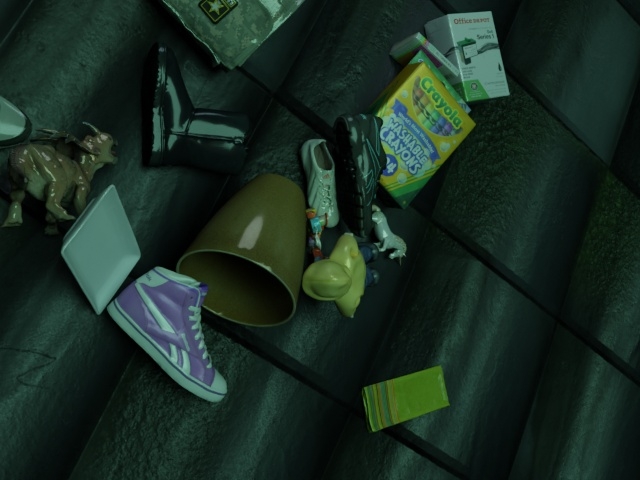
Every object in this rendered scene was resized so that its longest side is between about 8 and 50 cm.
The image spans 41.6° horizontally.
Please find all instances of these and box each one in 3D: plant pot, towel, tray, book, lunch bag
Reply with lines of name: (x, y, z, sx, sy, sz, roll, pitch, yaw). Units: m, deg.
plant pot: (-0.122, -0.002, 1.643, 0.237, 0.237, 0.254, 39, 52, -24)
towel: (0.196, 0.358, 1.914, 0.237, 0.021, 0.102, -9, 90, -34)
tray: (-0.383, 0.019, 1.460, 0.030, 0.270, 0.145, 25, 65, 11)
book: (0.248, -0.425, 2.002, 0.144, 0.096, 0.035, 38, 61, -25)
lunch bag: (-0.175, -0.508, 1.692, 0.235, 0.169, 0.287, 46, 66, -17)

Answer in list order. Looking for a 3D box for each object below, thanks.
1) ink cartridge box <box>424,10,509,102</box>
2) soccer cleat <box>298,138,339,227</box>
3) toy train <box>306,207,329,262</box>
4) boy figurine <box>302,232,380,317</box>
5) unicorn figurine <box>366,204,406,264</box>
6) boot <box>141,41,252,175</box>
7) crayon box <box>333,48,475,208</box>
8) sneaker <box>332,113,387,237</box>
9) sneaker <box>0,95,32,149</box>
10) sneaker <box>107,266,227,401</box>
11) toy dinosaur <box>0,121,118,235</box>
ink cartridge box: (0.363, -0.448, 2.084, 0.160, 0.093, 0.219, -15, 93, -34)
soccer cleat: (0.004, -0.123, 1.814, 0.068, 0.076, 0.196, -18, 94, -34)
toy train: (0.000, 0.000, 1.760, 0.046, 0.166, 0.125, -15, 68, -9)
boy figurine: (0.049, 0.077, 1.722, 0.285, 0.092, 0.177, -23, 112, -67)
unicorn figurine: (0.137, -0.009, 1.897, 0.111, 0.060, 0.161, -18, 94, -33)
boot: (-0.241, -0.253, 1.654, 0.207, 0.094, 0.246, 1, 90, -30)
crayon box: (0.210, -0.257, 1.918, 0.203, 0.083, 0.323, 45, 76, -21)
sneaker: (0.097, -0.139, 1.785, 0.106, 0.101, 0.267, -12, 106, -29)
sneaker: (-0.612, -0.234, 1.400, 0.272, 0.108, 0.100, 26, 69, -30)
sneaker: (-0.240, 0.169, 1.564, 0.161, 0.102, 0.282, -42, 110, -1)
toy dinosaur: (-0.462, -0.120, 1.428, 0.296, 0.127, 0.200, 15, 66, -76)
